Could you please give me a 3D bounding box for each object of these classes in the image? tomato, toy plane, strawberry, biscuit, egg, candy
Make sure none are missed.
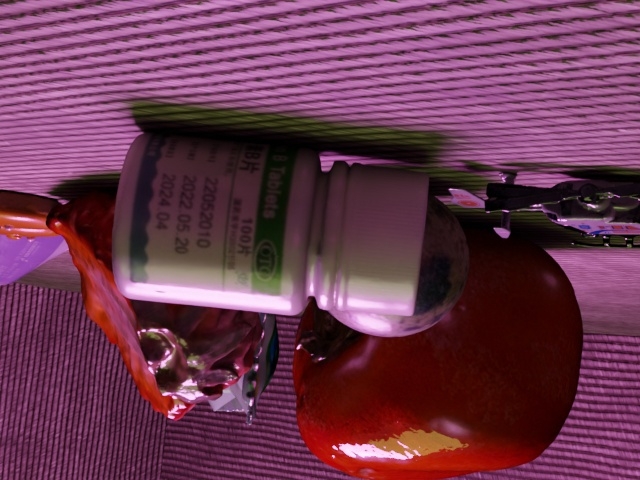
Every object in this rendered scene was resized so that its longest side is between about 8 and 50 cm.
[{"bbox_3d":[0.126,0.127,1.452,0.290,0.293,0.325,22,151,-25],"label":"tomato"},{"bbox_3d":[0.201,-0.029,1.046,0.197,0.053,0.078,3,165,20],"label":"toy plane"},{"bbox_3d":[-0.184,0.040,1.474,0.149,0.265,0.336,-31,-147,-17],"label":"strawberry"},{"bbox_3d":[-0.394,-0.028,1.615,0.170,0.050,0.170,6,173,1],"label":"biscuit"},{"bbox_3d":[0.056,0.015,1.194,0.141,0.141,0.182,9,-178,-29],"label":"egg"},{"bbox_3d":[-0.132,0.169,2.207,0.172,0.262,0.398,-2,177,-16],"label":"candy"}]

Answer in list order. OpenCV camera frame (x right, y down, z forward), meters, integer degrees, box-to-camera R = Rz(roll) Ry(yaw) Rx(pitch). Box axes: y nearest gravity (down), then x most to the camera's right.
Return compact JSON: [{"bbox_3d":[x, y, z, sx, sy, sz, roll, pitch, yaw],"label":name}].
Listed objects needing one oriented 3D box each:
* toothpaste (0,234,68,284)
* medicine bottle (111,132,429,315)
[{"bbox_3d":[-0.447,0.013,1.965,0.125,0.079,0.371,9,168,-24],"label":"toothpaste"},{"bbox_3d":[-0.037,-0.009,1.041,0.237,0.139,0.139,6,174,4],"label":"medicine bottle"}]
